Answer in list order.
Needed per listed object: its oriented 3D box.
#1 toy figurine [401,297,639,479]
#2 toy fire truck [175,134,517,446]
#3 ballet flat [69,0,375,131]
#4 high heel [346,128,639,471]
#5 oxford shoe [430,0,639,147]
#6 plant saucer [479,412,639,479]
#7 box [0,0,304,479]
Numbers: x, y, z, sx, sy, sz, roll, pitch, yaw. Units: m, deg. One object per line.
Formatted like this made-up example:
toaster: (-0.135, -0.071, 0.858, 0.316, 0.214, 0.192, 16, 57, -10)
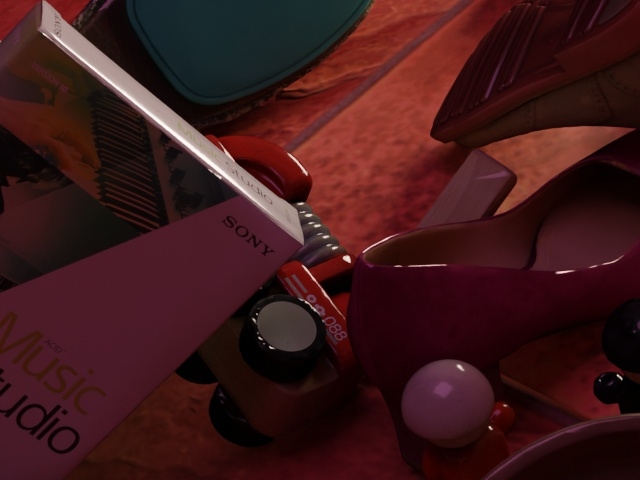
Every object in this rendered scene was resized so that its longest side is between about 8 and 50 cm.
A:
toy figurine: (0.164, 0.155, 1.174, 0.213, 0.148, 0.209, -15, 39, 5)
toy fire truck: (0.000, 0.000, 1.410, 0.246, 0.158, 0.217, -22, 62, -34)
ballet flat: (-0.170, -0.142, 1.667, 0.483, 0.164, 0.182, -36, 12, -19)
high heel: (0.161, -0.015, 1.341, 0.127, 0.181, 0.377, 15, 48, 35)
oxford shoe: (0.200, -0.116, 1.447, 0.123, 0.130, 0.348, -63, 17, -19)
plant saucer: (0.181, 0.234, 1.045, 0.278, 0.041, 0.278, 0, 83, 1)
box: (-0.202, 0.033, 1.255, 0.322, 0.232, 0.058, -45, 25, 13)
